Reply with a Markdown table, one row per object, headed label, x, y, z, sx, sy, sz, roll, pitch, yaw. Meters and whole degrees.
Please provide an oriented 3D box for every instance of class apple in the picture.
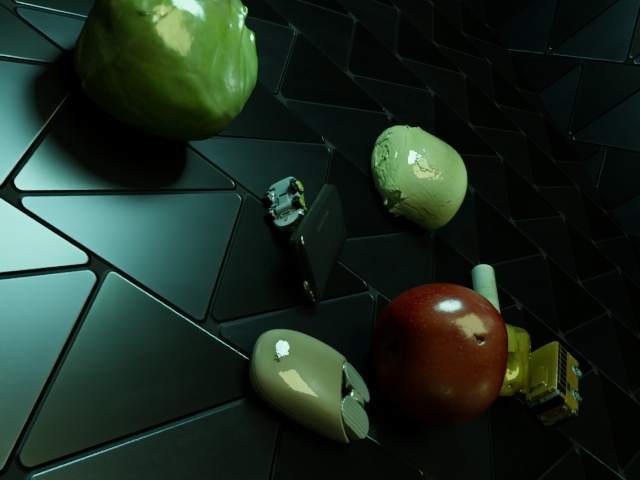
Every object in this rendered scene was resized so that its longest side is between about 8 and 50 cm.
| label | x | y | z | sx | sy | sz | roll | pitch | yaw |
| --- | --- | --- | --- | --- | --- | --- | --- | --- | --- |
| apple | 0.216 | 0.203 | 1.330 | 0.217 | 0.260 | 0.260 | 9 | 48 | -16 |

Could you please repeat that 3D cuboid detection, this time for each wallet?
| label | x | y | z | sx | sy | sz | roll | pitch | yaw |
| --- | --- | --- | --- | --- | --- | --- | --- | --- | --- |
| wallet | 0.000 | 0.000 | 1.390 | 0.250 | 0.044 | 0.149 | -61 | 143 | -55 |

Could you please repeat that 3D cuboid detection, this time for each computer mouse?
| label | x | y | z | sx | sy | sz | roll | pitch | yaw |
| --- | --- | --- | --- | --- | --- | --- | --- | --- | --- |
| computer mouse | -0.010 | 0.232 | 1.179 | 0.237 | 0.082 | 0.145 | 36 | 36 | -23 |

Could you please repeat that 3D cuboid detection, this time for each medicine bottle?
| label | x | y | z | sx | sy | sz | roll | pitch | yaw |
| --- | --- | --- | --- | --- | --- | --- | --- | --- | --- |
| medicine bottle | 0.407 | 0.159 | 1.780 | 0.059 | 0.059 | 0.230 | 35 | 37 | -25 |

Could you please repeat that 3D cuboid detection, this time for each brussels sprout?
| label | x | y | z | sx | sy | sz | roll | pitch | yaw |
| --- | --- | --- | --- | --- | --- | --- | --- | --- | --- |
| brussels sprout | -0.264 | -0.320 | 1.239 | 0.328 | 0.247 | 0.327 | 36 | 45 | -48 |

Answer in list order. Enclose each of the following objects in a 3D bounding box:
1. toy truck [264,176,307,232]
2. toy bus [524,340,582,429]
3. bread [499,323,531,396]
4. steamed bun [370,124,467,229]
| label | x | y | z | sx | sy | sz | roll | pitch | yaw |
| --- | --- | --- | --- | --- | --- | --- | --- | --- | --- |
| toy truck | -0.057 | -0.060 | 1.410 | 0.077 | 0.076 | 0.111 | 45 | 29 | -50 |
| toy bus | 0.561 | 0.346 | 1.760 | 0.114 | 0.098 | 0.201 | 46 | 33 | -9 |
| bread | 0.379 | 0.258 | 1.602 | 0.233 | 0.088 | 0.160 | 15 | 80 | -34 |
| steamed bun | 0.246 | -0.169 | 1.788 | 0.232 | 0.166 | 0.272 | 35 | 37 | -28 |
